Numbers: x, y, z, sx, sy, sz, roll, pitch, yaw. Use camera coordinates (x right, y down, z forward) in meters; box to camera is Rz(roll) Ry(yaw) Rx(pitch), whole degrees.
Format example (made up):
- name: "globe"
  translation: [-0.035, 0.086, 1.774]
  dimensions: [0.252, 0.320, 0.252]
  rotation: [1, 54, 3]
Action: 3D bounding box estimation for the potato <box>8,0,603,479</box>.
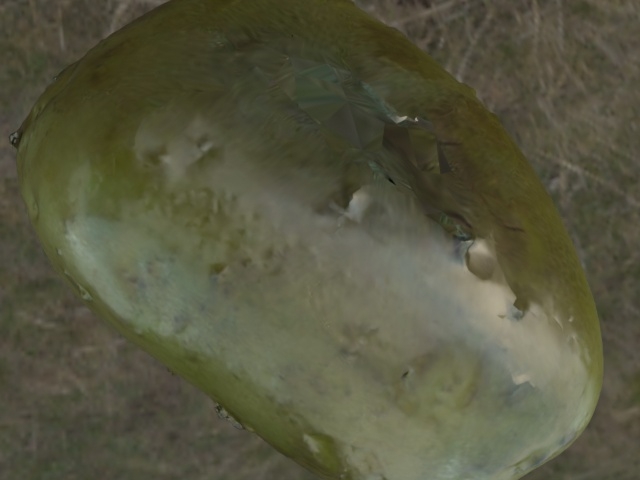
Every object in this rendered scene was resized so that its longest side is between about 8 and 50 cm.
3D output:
- name: "potato"
  translation: [0.000, 0.000, 0.694]
  dimensions: [0.210, 0.307, 0.173]
  rotation: [-42, 169, -34]
